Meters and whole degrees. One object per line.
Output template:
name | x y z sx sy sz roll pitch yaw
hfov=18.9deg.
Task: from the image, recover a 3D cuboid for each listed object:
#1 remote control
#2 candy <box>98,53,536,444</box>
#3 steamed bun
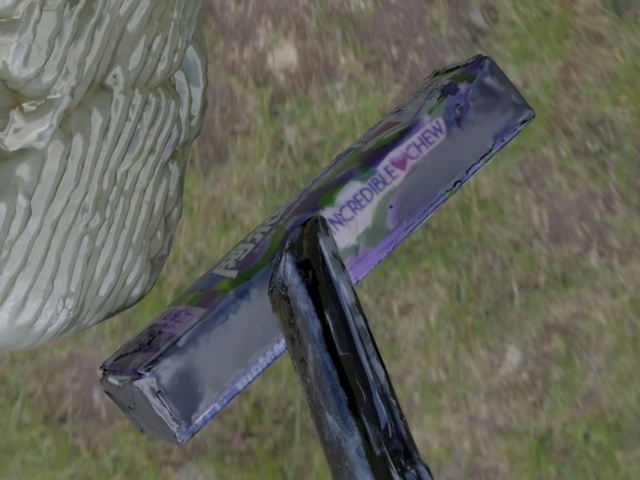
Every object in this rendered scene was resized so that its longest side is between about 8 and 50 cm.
remote control | 0.007 0.041 0.452 0.014 0.096 0.039 -9 149 -21
candy | 0.000 0.000 1.168 0.312 0.088 0.061 -43 105 -19
steamed bun | -0.191 -0.105 0.928 0.219 0.324 0.309 11 104 17
